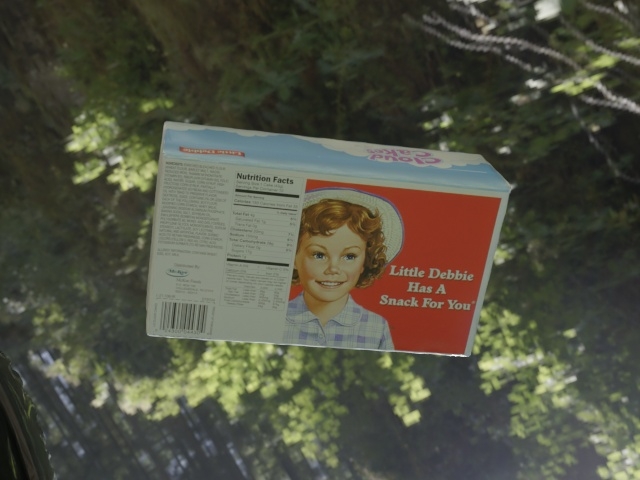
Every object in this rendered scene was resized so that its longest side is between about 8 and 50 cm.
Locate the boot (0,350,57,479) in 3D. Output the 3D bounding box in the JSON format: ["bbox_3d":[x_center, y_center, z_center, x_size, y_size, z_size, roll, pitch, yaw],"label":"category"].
[{"bbox_3d":[-0.239,0.159,0.419,0.146,0.367,0.445,-34,175,2],"label":"boot"}]

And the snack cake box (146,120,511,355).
[{"bbox_3d":[0.000,0.000,0.787,0.264,0.152,0.089,5,-158,-10],"label":"snack cake box"}]
